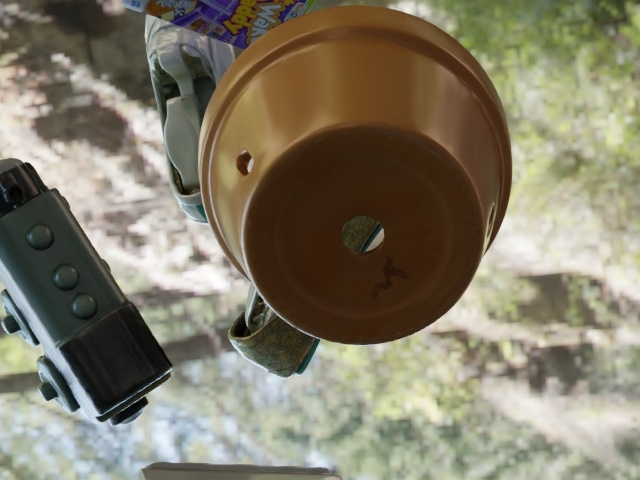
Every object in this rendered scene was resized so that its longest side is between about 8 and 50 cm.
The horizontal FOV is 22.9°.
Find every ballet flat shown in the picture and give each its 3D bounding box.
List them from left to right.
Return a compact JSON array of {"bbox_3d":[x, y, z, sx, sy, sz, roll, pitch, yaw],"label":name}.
[{"bbox_3d":[-0.195,-0.222,2.360,0.139,0.139,0.400,24,-126,-67],"label":"ballet flat"},{"bbox_3d":[0.000,0.000,1.824,0.348,0.123,0.123,-61,-14,15],"label":"ballet flat"}]

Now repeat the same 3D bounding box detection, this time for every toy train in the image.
[{"bbox_3d":[-0.286,0.057,1.753,0.334,0.142,0.190,59,161,-1],"label":"toy train"}]

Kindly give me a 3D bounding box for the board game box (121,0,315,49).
[{"bbox_3d":[-0.095,-0.405,2.126,0.233,0.347,0.078,17,-125,-20],"label":"board game box"}]

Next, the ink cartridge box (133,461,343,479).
[{"bbox_3d":[-0.042,0.429,1.669,0.279,0.160,0.384,9,-145,-36],"label":"ink cartridge box"}]

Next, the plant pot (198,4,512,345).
[{"bbox_3d":[0.033,-0.041,1.378,0.203,0.291,0.290,-93,-11,-69],"label":"plant pot"}]
